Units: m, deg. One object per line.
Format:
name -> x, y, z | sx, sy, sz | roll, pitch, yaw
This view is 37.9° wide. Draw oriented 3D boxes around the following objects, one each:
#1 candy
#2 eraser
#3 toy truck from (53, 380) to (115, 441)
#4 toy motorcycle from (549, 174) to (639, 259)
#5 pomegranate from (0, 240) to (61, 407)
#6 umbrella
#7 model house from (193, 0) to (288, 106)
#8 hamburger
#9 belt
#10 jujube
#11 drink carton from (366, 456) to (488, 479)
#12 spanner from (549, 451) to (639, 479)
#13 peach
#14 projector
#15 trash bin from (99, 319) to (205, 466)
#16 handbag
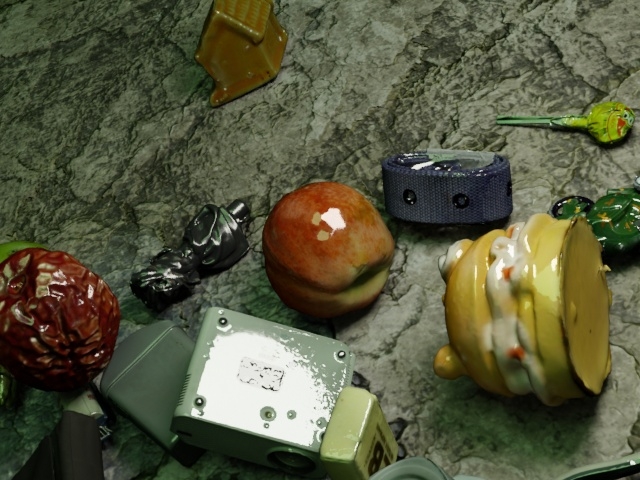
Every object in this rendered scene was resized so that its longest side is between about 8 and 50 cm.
candy -> 0.447, -0.220, 1.721 | 0.262, 0.073, 0.077 | 6, 34, 35
eraser -> 0.059, 0.302, 1.336 | 0.058, 0.172, 0.117 | 6, 53, 25
toy truck -> -0.421, 0.277, 1.616 | 0.074, 0.088, 0.202 | -35, 46, -7
toy motorcycle -> 0.498, -0.017, 1.474 | 0.274, 0.125, 0.187 | -2, 41, 21
pomegranate -> -0.558, 0.150, 1.710 | 0.236, 0.236, 0.302 | 18, 81, 33
umbrella -> -0.235, 0.023, 1.757 | 0.122, 0.110, 0.272 | 27, 61, 38
model house -> -0.191, -0.478, 2.081 | 0.173, 0.239, 0.268 | -8, 49, 17
hamburger -> 0.290, 0.102, 1.368 | 0.236, 0.276, 0.276 | -8, 47, 33
belt -> 0.223, -0.086, 1.647 | 0.230, 0.126, 0.139 | 3, 24, 24
jujube -> -0.435, 0.133, 1.525 | 0.213, 0.232, 0.213 | -11, 53, 15
drink carton -> 0.138, 0.379, 1.204 | 0.185, 0.189, 0.191 | -31, 48, 18
spanner -> 0.311, 0.365, 1.263 | 0.325, 0.040, 0.096 | -19, 45, 13
peach -> 0.000, 0.000, 1.592 | 0.232, 0.232, 0.256 | -40, 58, -14
projector -> -0.085, 0.233, 1.436 | 0.250, 0.108, 0.198 | 18, 53, -5
trash bin -> -0.253, 0.248, 1.569 | 0.176, 0.101, 0.236 | -43, 51, -19
handbag -> -0.413, 0.419, 1.449 | 0.223, 0.080, 0.247 | -51, 35, 21
